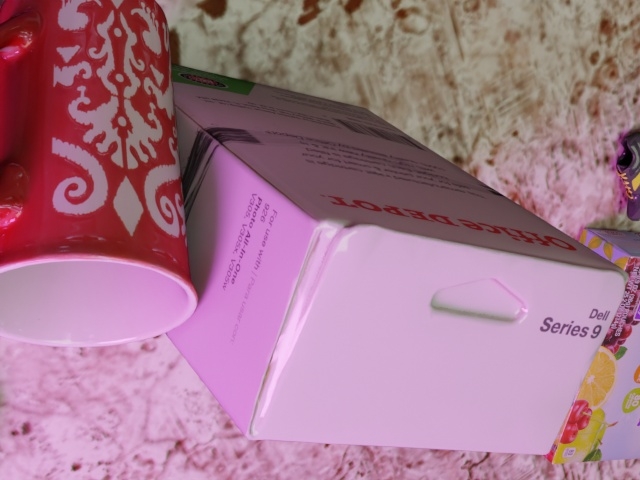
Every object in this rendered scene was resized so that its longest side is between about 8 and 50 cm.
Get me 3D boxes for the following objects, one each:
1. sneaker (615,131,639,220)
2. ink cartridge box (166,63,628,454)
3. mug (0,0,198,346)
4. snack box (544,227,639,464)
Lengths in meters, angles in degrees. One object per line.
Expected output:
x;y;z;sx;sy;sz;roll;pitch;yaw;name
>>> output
0.270;-0.057;0.956;0.035;0.031;0.083;-4;112;-14;sneaker
0.000;0.000;0.659;0.211;0.289;0.121;9;109;-33;ink cartridge box
-0.123;-0.051;0.553;0.113;0.169;0.150;-6;154;3;mug
0.290;0.098;1.017;0.174;0.070;0.207;5;112;-32;snack box
